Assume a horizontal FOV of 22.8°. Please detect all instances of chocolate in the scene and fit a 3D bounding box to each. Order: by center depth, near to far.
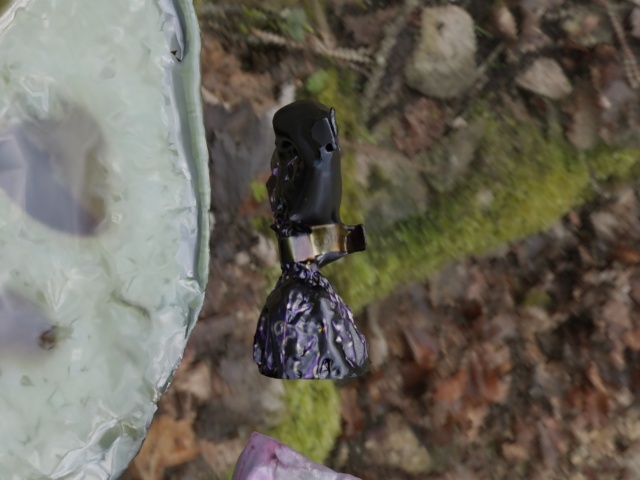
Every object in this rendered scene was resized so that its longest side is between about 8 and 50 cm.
[{"bbox_3d":[-0.002,0.000,0.829,0.070,0.072,0.147,1,99,-31],"label":"chocolate"}]

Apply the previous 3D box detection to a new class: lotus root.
[{"bbox_3d":[-0.122,-0.014,0.368,0.183,0.078,0.204,-3,92,-31],"label":"lotus root"}]

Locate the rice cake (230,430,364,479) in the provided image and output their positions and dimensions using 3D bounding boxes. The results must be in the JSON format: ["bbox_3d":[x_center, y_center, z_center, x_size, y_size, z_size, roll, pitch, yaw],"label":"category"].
[{"bbox_3d":[0.068,0.216,0.964,0.290,0.051,0.081,31,67,-1],"label":"rice cake"}]
